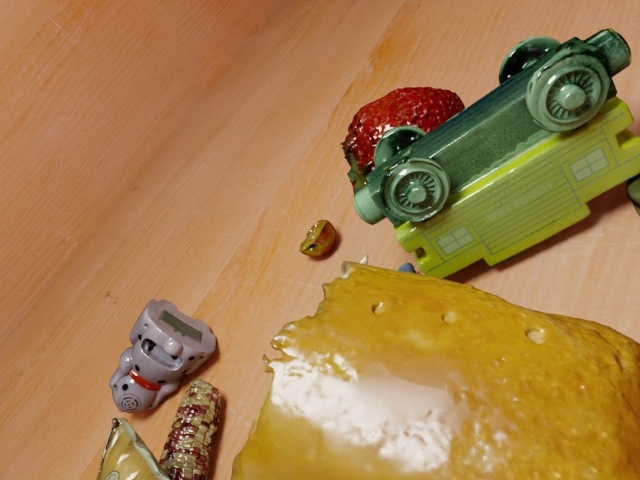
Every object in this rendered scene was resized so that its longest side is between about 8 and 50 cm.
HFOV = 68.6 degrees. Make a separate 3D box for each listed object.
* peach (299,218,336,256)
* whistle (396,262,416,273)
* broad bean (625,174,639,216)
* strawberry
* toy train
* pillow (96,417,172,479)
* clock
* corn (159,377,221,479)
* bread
[{"bbox_3d":[0.000,0.001,1.068,0.098,0.061,0.098,-44,15,15],"label":"peach"},{"bbox_3d":[0.156,0.159,0.762,0.062,0.062,0.304,-28,38,20],"label":"whistle"},{"bbox_3d":[0.533,-0.097,0.675,0.207,0.072,0.153,-46,36,-22],"label":"broad bean"},{"bbox_3d":[0.184,-0.201,0.957,0.288,0.239,0.250,-37,40,-9],"label":"strawberry"},{"bbox_3d":[0.278,-0.113,0.738,0.442,0.272,0.179,-32,27,21],"label":"toy train"},{"bbox_3d":[-0.248,0.467,0.668,0.310,0.119,0.312,24,104,32],"label":"pillow"},{"bbox_3d":[-0.379,0.284,1.069,0.254,0.189,0.189,-53,35,11],"label":"clock"},{"bbox_3d":[-0.246,0.396,0.872,0.098,0.098,0.290,-21,38,27],"label":"corn"},{"bbox_3d":[0.133,0.169,0.501,0.394,0.250,0.361,6,40,30],"label":"bread"}]
